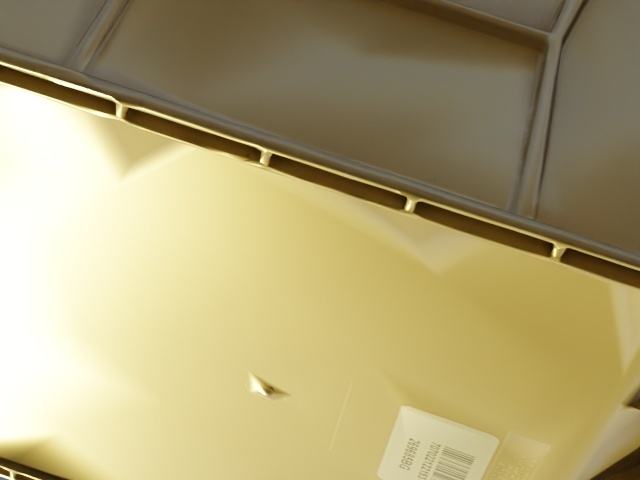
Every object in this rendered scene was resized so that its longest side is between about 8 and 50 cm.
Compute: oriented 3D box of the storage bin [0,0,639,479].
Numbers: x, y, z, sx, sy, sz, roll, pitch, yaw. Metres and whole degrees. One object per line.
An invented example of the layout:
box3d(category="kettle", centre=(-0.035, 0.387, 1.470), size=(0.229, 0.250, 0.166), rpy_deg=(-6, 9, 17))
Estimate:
box3d(category="storage bin", centre=(0.000, 0.000, 0.513), size=(0.260, 0.123, 0.262), rpy_deg=(18, -33, 2))
